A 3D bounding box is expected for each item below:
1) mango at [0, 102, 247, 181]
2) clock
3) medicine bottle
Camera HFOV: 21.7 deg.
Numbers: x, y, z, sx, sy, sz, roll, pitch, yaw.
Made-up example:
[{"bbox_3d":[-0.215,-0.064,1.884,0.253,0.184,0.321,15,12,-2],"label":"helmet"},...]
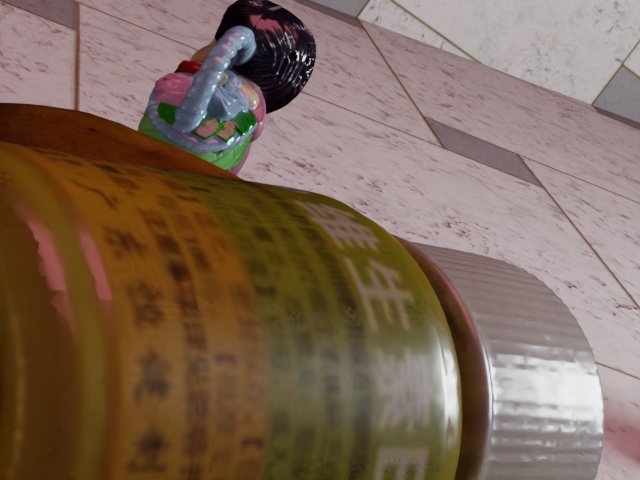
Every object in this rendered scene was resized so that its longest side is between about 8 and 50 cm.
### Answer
[{"bbox_3d":[-0.121,0.016,1.035,0.287,0.152,0.201,24,25,4],"label":"mango"},{"bbox_3d":[-0.086,-0.107,1.400,0.100,0.195,0.194,30,15,4],"label":"clock"},{"bbox_3d":[-0.046,0.082,0.800,0.384,0.224,0.224,8,23,-47],"label":"medicine bottle"}]
